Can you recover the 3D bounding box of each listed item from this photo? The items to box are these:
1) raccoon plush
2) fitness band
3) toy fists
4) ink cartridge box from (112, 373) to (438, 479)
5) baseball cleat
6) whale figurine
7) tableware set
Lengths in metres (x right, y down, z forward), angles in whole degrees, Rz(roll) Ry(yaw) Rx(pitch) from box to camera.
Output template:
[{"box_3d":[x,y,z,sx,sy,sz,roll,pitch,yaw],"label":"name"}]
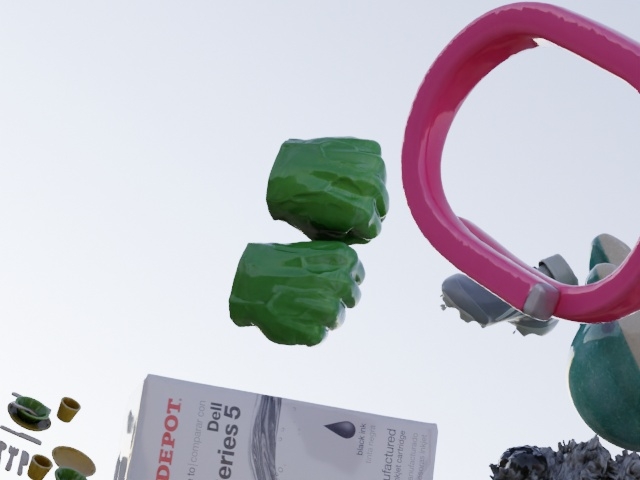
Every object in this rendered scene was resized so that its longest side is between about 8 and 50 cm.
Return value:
[{"box_3d":[0.245,0.416,1.669,0.216,0.299,0.446,10,-48,8],"label":"raccoon plush"},{"box_3d":[0.166,-0.061,1.231,0.054,0.209,0.291,15,15,-39],"label":"fitness band"},{"box_3d":[0.000,0.000,1.988,0.142,0.279,0.096,5,-29,27],"label":"toy fists"},{"box_3d":[-0.048,0.245,1.494,0.273,0.198,0.115,11,-18,-10],"label":"ink cartridge box"},{"box_3d":[0.215,0.050,1.857,0.206,0.109,0.072,14,34,-53],"label":"baseball cleat"},{"box_3d":[0.321,0.111,1.779,0.141,0.272,0.216,-30,-56,14],"label":"whale figurine"},{"box_3d":[-0.263,0.194,1.646,0.104,0.024,0.154,26,19,-12],"label":"tableware set"}]
